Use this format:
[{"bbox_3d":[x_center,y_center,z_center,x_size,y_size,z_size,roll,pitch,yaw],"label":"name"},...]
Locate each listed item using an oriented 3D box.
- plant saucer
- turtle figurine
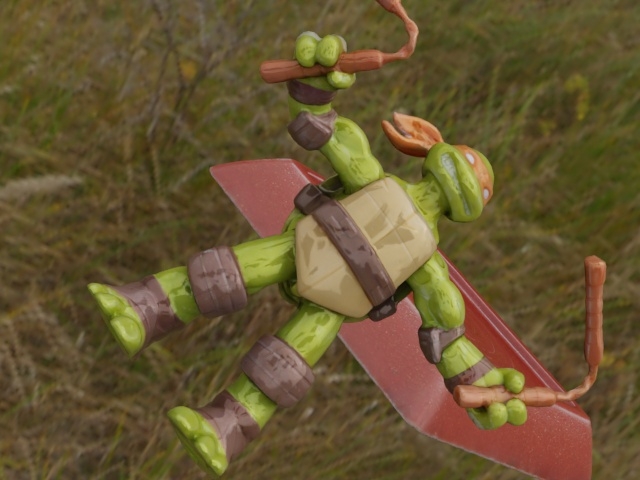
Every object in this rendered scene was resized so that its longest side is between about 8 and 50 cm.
[{"bbox_3d":[0.071,0.051,1.058,0.259,0.048,0.258,27,19,-52],"label":"plant saucer"},{"bbox_3d":[0.000,0.000,0.746,0.217,0.087,0.269,-33,103,-10],"label":"turtle figurine"}]
